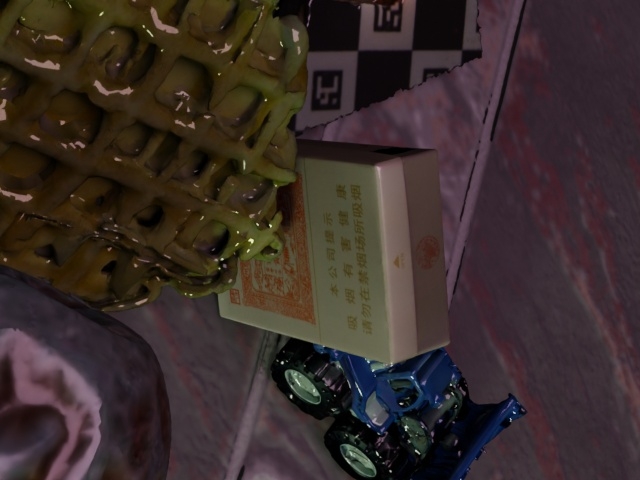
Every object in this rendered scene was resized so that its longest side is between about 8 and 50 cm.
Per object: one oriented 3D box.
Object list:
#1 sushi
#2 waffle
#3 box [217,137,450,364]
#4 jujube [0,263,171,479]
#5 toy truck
[{"bbox_3d":[-0.024,-0.252,0.998,0.339,0.069,0.320,-26,119,-34],"label":"sushi"},{"bbox_3d":[-0.154,-0.066,0.768,0.317,0.073,0.297,-15,127,-14],"label":"waffle"},{"bbox_3d":[0.000,0.000,0.899,0.058,0.201,0.141,-15,107,-36],"label":"box"},{"bbox_3d":[-0.226,0.161,0.702,0.247,0.215,0.308,27,87,-31],"label":"jujube"},{"bbox_3d":[0.072,0.130,0.998,0.113,0.126,0.208,-48,113,-30],"label":"toy truck"}]
